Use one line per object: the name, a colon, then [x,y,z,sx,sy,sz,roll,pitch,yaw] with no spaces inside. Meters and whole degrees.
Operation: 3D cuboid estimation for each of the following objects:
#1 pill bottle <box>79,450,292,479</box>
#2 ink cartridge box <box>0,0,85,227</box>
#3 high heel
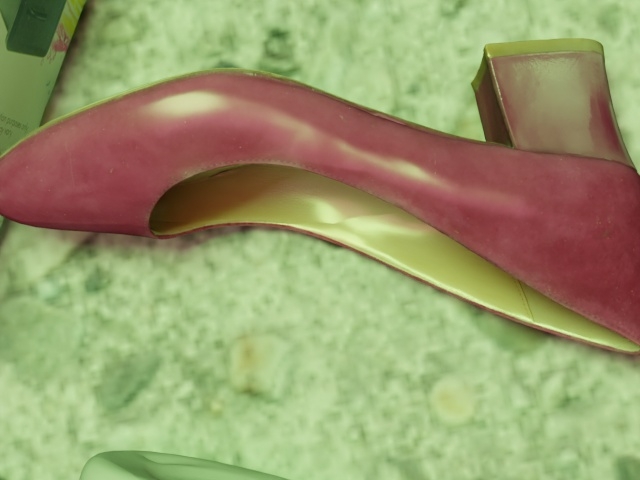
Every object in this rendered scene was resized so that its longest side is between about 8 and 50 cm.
pill bottle: [-0.051,0.173,0.470,0.108,0.108,0.180,12,88,10]
ink cartridge box: [-0.190,-0.153,0.513,0.207,0.119,0.353,20,89,10]
high heel: [0.000,0.000,0.492,0.244,0.082,0.117,-7,74,-5]
